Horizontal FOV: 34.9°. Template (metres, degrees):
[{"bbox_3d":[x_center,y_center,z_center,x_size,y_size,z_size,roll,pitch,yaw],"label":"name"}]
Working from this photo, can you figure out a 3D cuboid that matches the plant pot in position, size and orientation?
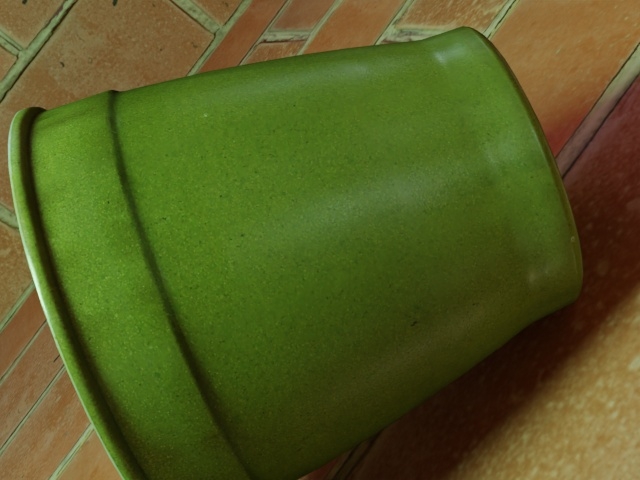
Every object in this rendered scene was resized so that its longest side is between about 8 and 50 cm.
[{"bbox_3d":[0.000,0.000,0.813,0.353,0.366,0.366,-22,26,0],"label":"plant pot"}]
